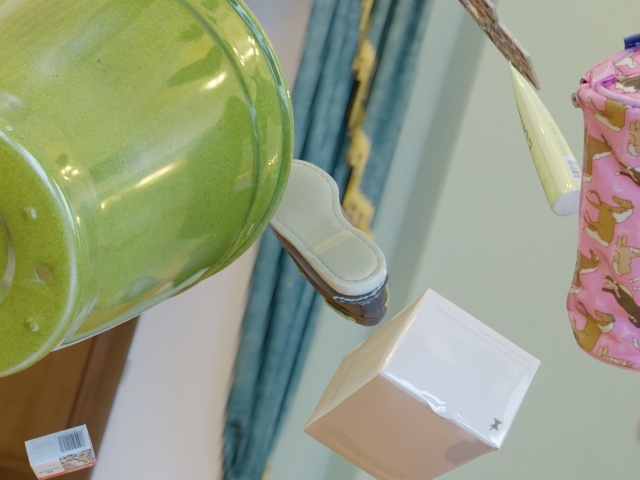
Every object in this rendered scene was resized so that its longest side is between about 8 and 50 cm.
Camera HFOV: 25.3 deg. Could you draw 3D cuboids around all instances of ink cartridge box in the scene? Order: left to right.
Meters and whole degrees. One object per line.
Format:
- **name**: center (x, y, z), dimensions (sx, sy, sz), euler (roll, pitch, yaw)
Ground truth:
- **ink cartridge box**: center (-0.264, 0.223, 1.466), dimensions (0.063, 0.029, 0.115), euler (-15, -19, -10)

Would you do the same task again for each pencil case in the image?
- **pencil case**: center (0.361, -0.030, 1.566), dimensions (0.160, 0.386, 0.167), euler (-25, 42, -23)

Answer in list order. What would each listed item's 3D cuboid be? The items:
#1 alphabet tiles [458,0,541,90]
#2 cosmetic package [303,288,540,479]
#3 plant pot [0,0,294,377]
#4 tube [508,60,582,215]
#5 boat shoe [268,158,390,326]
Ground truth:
- **alphabet tiles**: center (0.256, -0.334, 2.160), dimensions (0.237, 0.009, 0.198), euler (55, 2, 25)
- **cosmetic package**: center (0.135, 0.228, 2.042), dimensions (0.197, 0.155, 0.365), euler (34, -27, -5)
- **plant pot**: center (-0.247, -0.055, 1.236), dimensions (0.367, 0.366, 0.353), euler (16, 25, 10)
- **tube**: center (0.320, -0.144, 2.033), dimensions (0.062, 0.240, 0.070), euler (-2, -36, -21)
- **boat shoe**: center (0.000, 0.000, 1.426), dimensions (0.227, 0.081, 0.068), euler (-125, -165, -47)
